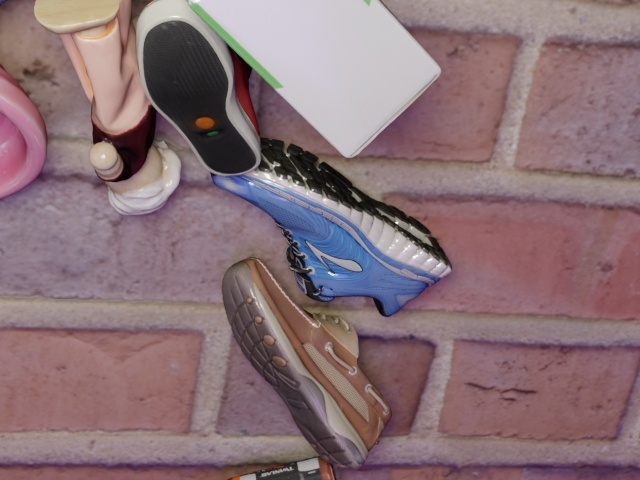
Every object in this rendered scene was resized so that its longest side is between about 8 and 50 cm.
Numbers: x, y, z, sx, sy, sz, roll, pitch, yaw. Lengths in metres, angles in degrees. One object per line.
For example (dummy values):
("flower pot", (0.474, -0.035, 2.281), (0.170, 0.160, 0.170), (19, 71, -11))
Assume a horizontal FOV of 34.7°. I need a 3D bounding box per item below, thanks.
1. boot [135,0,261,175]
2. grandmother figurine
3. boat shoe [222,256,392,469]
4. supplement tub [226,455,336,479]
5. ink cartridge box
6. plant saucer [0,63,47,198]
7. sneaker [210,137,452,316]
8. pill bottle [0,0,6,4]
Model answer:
("boot", (-0.121, -0.201, 1.038), (0.088, 0.176, 0.244), (-9, 150, 8))
("grandmother figurine", (-0.209, -0.147, 1.061), (0.104, 0.208, 0.342), (15, 147, 10))
("boat shoe", (-0.013, 0.146, 1.327), (0.116, 0.123, 0.324), (-41, 115, -25))
("supplement tub", (-0.070, 0.373, 1.439), (0.197, 0.106, 0.106), (-13, 121, -3))
("ink cartridge box", (-0.028, -0.235, 0.990), (0.121, 0.289, 0.211), (-43, 118, 11))
("plant saucer", (-0.439, -0.131, 1.015), (0.332, 0.084, 0.332), (-2, 158, -1))
("sneaker", (0.000, 0.000, 1.224), (0.330, 0.130, 0.147), (32, 107, -25))
("pill bottle", (-0.339, -0.296, 0.979), (0.264, 0.146, 0.146), (-31, 120, 9))
